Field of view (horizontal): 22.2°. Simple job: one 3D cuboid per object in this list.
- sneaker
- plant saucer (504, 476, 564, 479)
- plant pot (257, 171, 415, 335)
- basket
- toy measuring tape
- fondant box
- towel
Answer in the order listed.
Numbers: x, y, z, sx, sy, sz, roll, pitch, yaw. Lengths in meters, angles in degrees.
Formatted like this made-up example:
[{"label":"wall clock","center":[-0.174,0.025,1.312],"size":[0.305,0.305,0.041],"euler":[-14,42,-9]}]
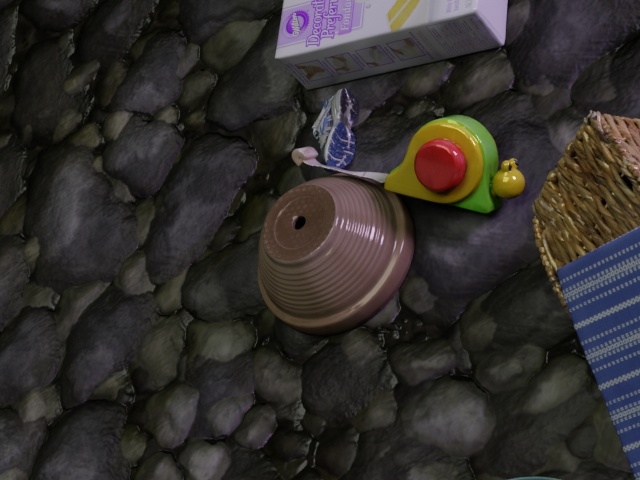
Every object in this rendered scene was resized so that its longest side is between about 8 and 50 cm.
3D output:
[{"label":"sneaker","center":[0.016,-0.150,2.315],"size":[0.058,0.052,0.135],"euler":[-18,47,38]},{"label":"plant saucer","center":[0.228,0.422,1.826],"size":[0.318,0.044,0.317],"euler":[-17,55,26]},{"label":"plant pot","center":[0.000,0.000,2.191],"size":[0.237,0.110,0.237],"euler":[-16,56,26]},{"label":"basket","center":[0.415,0.018,1.902],"size":[0.299,0.223,0.213],"euler":[61,137,40]},{"label":"toy measuring tape","center":[0.118,-0.121,2.149],"size":[0.330,0.121,0.121],"euler":[15,73,26]},{"label":"fondant box","center":[0.107,-0.368,2.343],"size":[0.330,0.096,0.238],"euler":[-10,59,31]},{"label":"towel","center":[0.394,0.144,1.721],"size":[0.243,0.040,0.336],"euler":[-32,74,48]}]
